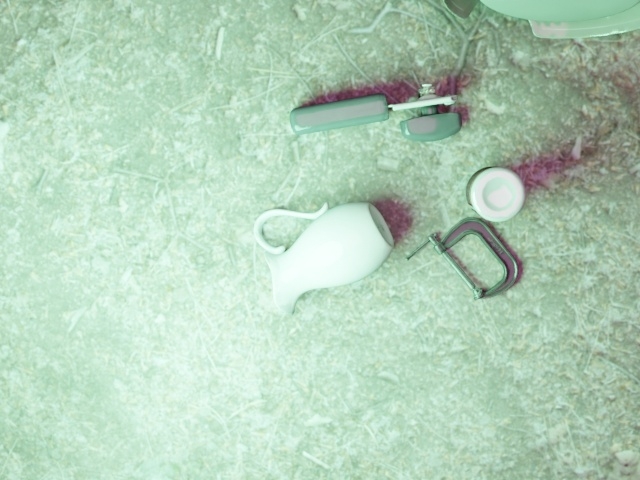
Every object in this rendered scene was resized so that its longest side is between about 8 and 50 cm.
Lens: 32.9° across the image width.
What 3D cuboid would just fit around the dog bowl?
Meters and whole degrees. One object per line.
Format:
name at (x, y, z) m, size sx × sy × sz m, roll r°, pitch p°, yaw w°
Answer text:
dog bowl at (0.358, -0.403, 1.614) m, size 0.348 × 0.349 × 0.102 m, roll 4°, pitch 82°, yaw 2°

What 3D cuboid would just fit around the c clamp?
c clamp at (0.245, 0.037, 1.810) m, size 0.160 × 0.022 × 0.137 m, roll 44°, pitch 90°, yaw -1°

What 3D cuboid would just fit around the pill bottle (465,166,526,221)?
pill bottle at (0.276, -0.076, 1.730) m, size 0.086 × 0.152 × 0.086 m, roll 0°, pitch 95°, yaw 2°

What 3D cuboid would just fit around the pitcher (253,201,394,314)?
pitcher at (0.000, 0.000, 1.773) m, size 0.207 × 0.125 × 0.178 m, roll -28°, pitch 78°, yaw 15°

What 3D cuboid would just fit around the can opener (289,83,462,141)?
can opener at (0.091, -0.200, 1.765) m, size 0.280 × 0.074 × 0.093 m, roll -5°, pitch 96°, yaw 3°
